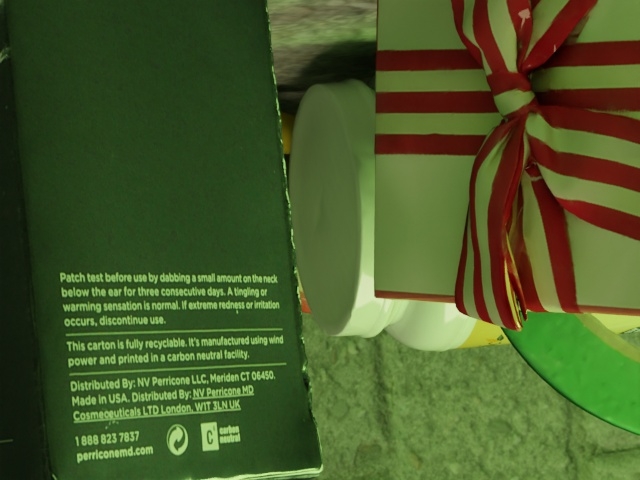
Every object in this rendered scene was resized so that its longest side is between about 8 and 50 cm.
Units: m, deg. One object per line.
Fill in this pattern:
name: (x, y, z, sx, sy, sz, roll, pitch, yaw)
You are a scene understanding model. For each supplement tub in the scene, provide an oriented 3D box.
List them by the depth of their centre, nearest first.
supplement tub: (0.151, -0.033, 1.466, 0.316, 0.228, 0.228, -4, 173, -16)

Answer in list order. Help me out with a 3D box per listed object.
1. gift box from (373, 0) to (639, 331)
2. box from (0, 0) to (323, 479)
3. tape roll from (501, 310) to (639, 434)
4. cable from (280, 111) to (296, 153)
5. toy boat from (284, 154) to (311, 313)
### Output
gift box: (0.185, -0.086, 1.001, 0.258, 0.255, 0.276, -2, 178, -44)
box: (-0.196, -0.019, 0.933, 0.343, 0.312, 0.179, -12, 170, 39)
tape roll: (0.254, -0.026, 1.226, 0.321, 0.321, 0.077, -7, 173, 5)
cable: (-0.131, -0.104, 1.482, 0.139, 0.072, 0.287, 4, 169, 41)
toy boat: (0.000, 0.000, 1.645, 0.231, 0.151, 0.151, -37, 155, -43)
